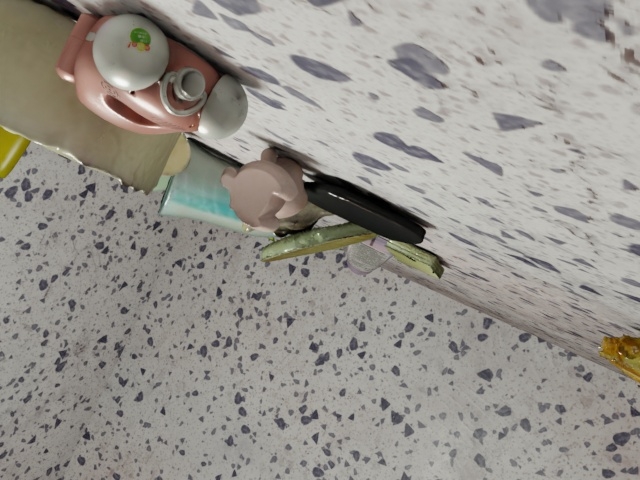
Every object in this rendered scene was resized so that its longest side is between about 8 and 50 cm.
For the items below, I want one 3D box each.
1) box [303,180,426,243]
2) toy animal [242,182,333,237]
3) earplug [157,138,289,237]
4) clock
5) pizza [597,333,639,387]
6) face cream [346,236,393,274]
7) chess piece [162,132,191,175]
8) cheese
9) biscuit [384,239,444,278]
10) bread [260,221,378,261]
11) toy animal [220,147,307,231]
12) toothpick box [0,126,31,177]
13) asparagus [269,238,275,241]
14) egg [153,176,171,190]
[{"bbox_3d":[0.063,-0.052,1.083,0.201,0.042,0.212,26,177,-17],"label":"box"},{"bbox_3d":[-0.065,-0.067,1.313,0.168,0.121,0.233,9,174,-20],"label":"toy animal"},{"bbox_3d":[-0.192,-0.092,1.490,0.323,0.185,0.185,20,179,-18],"label":"earplug"},{"bbox_3d":[-0.169,-0.156,0.643,0.162,0.093,0.166,18,173,47],"label":"clock"},{"bbox_3d":[0.574,0.210,1.045,0.226,0.086,0.335,29,178,24],"label":"pizza"},{"bbox_3d":[0.128,0.024,1.752,0.154,0.096,0.274,28,165,3],"label":"face cream"},{"bbox_3d":[-0.381,-0.217,1.405,0.138,0.124,0.307,-8,-166,-20],"label":"chess piece"},{"bbox_3d":[-0.332,-0.189,0.855,0.292,0.153,0.332,25,176,6],"label":"cheese"},{"bbox_3d":[0.227,0.042,1.516,0.121,0.041,0.199,27,177,20],"label":"biscuit"},{"bbox_3d":[0.000,0.000,1.352,0.266,0.041,0.267,-13,176,-1],"label":"bread"},{"bbox_3d":[-0.068,-0.089,1.030,0.124,0.124,0.212,25,-161,9],"label":"toy animal"},{"bbox_3d":[-0.700,-0.271,1.387,0.175,0.271,0.175,25,177,1],"label":"toothpick box"},{"bbox_3d":[-0.140,-0.080,1.628,0.027,0.034,0.236,-2,-138,-12],"label":"asparagus"},{"bbox_3d":[-0.461,-0.211,1.746,0.149,0.149,0.192,23,179,38],"label":"egg"}]
